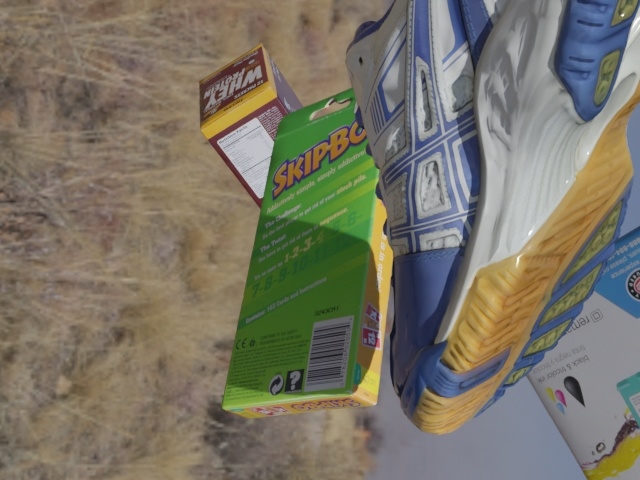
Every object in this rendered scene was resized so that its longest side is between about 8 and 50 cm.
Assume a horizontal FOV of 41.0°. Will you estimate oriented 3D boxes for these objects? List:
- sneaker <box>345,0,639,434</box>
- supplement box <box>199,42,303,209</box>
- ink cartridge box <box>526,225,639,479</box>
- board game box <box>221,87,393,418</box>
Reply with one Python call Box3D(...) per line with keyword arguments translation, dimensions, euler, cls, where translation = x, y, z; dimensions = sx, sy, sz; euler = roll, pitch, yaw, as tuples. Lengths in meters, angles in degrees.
Box3D(translation=(0.072, -0.046, 0.398), dimensions=(0.111, 0.131, 0.297), euler=(-21, 134, -42), cls="sneaker")
Box3D(translation=(-0.093, -0.183, 1.413), dimensions=(0.194, 0.129, 0.191), euler=(54, 12, -32), cls="supplement box")
Box3D(translation=(0.329, 0.114, 0.722), dimensions=(0.197, 0.198, 0.270), euler=(-19, 74, -41), cls="ink cartridge box")
Box3D(translation=(0.000, 0.000, 0.644), dimensions=(0.039, 0.124, 0.260), euler=(31, 56, -41), cls="board game box")
